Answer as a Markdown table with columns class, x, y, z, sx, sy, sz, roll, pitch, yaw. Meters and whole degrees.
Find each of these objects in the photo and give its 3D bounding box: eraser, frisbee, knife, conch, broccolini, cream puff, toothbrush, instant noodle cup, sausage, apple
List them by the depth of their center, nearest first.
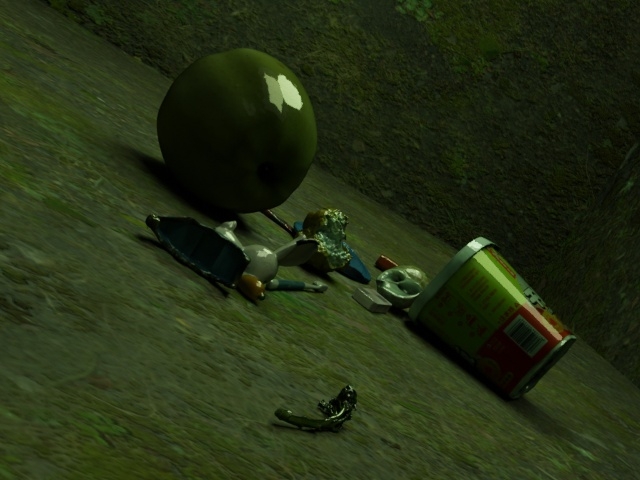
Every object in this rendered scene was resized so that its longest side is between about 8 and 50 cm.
| class | x | y | z | sx | sy | sz | roll | pitch | yaw |
| --- | --- | --- | --- | --- | --- | --- | --- | --- | --- |
| broccolini | 0.002 | 0.229 | 1.197 | 0.052 | 0.054 | 0.194 | 57 | 19 | 16 |
| toothbrush | -0.047 | 0.086 | 1.784 | 0.025 | 0.019 | 0.276 | 32 | 8 | 22 |
| apple | -0.173 | -0.234 | 1.996 | 0.357 | 0.357 | 0.357 | 33 | 10 | -6 |
| cream puff | -0.001 | 0.000 | 2.042 | 0.156 | 0.156 | 0.121 | 27 | -19 | -34 |
| eraser | 0.117 | 0.135 | 2.056 | 0.065 | 0.026 | 0.105 | 41 | 12 | 24 |
| instant noodle cup | 0.409 | 0.192 | 2.113 | 0.308 | 0.294 | 0.294 | 46 | 14 | 21 |
| conch | 0.198 | 0.117 | 2.184 | 0.116 | 0.106 | 0.173 | 27 | 31 | 27 |
| knife | -0.095 | -0.042 | 2.273 | 0.247 | 0.018 | 0.035 | 39 | 8 | 14 |
| frisbee | 0.037 | 0.018 | 2.281 | 0.242 | 0.045 | 0.242 | 35 | 10 | -7 |
| sausage | 0.214 | 0.088 | 2.556 | 0.131 | 0.041 | 0.039 | 34 | -12 | -1 |

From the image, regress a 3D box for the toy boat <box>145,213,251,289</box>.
| class | x | y | z | sx | sy | sz | roll | pitch | yaw |
| --- | --- | --- | --- | --- | --- | --- | --- | --- | --- |
| toy boat | -0.201 | 0.010 | 1.490 | 0.185 | 0.075 | 0.077 | 33 | 1 | 11 |

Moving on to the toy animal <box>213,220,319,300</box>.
| class | x | y | z | sx | sy | sz | roll | pitch | yaw |
| --- | --- | --- | --- | --- | --- | --- | --- | --- | --- |
| toy animal | -0.105 | 0.031 | 1.578 | 0.182 | 0.127 | 0.131 | 19 | 7 | -14 |
